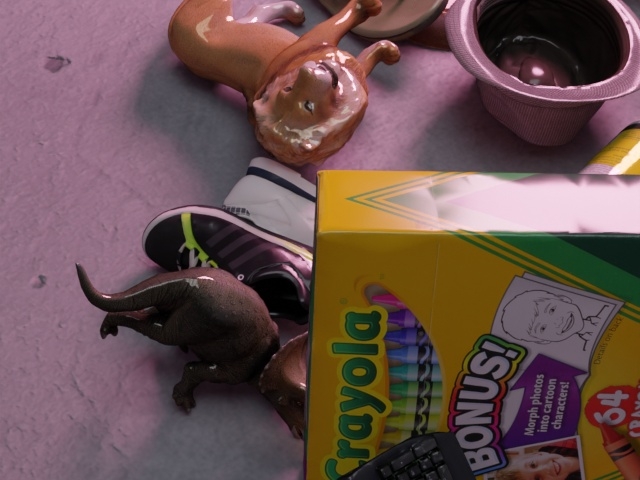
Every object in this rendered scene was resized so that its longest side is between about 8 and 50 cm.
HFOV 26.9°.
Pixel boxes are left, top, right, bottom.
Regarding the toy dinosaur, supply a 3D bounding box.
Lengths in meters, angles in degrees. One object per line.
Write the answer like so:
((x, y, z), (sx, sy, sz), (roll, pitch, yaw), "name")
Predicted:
((-0.111, 0.080, 1.326), (0.160, 0.313, 0.121), (-24, 36, 25), "toy dinosaur")

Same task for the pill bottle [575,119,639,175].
((0.324, -0.032, 1.480), (0.119, 0.119, 0.208), (37, 61, 22), "pill bottle")

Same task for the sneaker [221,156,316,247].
((0.000, 0.000, 1.474), (0.235, 0.090, 0.094), (27, 71, 19), "sneaker")

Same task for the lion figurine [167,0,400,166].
((-0.070, -0.220, 1.588), (0.240, 0.142, 0.392), (-42, 44, -23), "lion figurine")

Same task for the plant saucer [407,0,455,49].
((0.166, -0.331, 1.739), (0.199, 0.036, 0.198), (1, 53, -2), "plant saucer")

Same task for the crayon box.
((0.144, 0.112, 1.212), (0.313, 0.362, 0.106), (0, 37, -3), "crayon box")

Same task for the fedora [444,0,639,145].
((0.265, -0.206, 1.598), (0.244, 0.124, 0.275), (-7, 46, -10), "fedora")

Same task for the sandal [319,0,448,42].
((0.029, -0.351, 1.696), (0.303, 0.086, 0.120), (38, 84, 26), "sandal")

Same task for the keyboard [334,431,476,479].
((0.095, 0.338, 1.153), (0.202, 0.033, 0.317), (-26, 94, -21), "keyboard")

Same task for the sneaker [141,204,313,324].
((-0.091, 0.030, 1.413), (0.235, 0.084, 0.097), (14, 33, 15), "sneaker")
